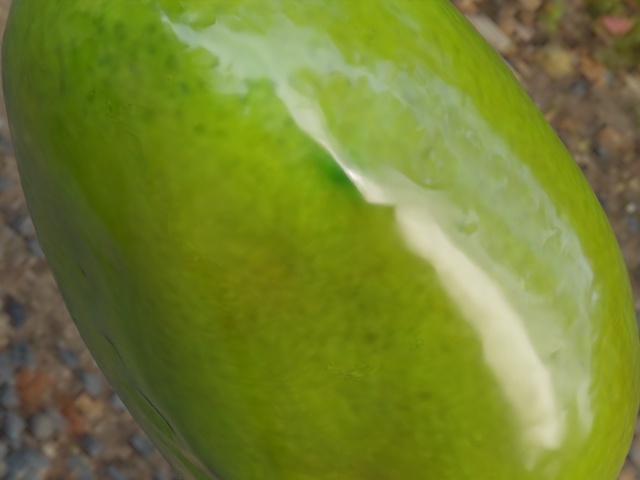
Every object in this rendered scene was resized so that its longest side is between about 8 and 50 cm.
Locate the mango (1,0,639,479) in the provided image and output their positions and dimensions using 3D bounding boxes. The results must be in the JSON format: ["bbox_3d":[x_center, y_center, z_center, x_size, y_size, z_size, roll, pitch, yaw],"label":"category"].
[{"bbox_3d":[-0.003,-0.001,0.587,0.185,0.149,0.273,34,-20,51],"label":"mango"}]
